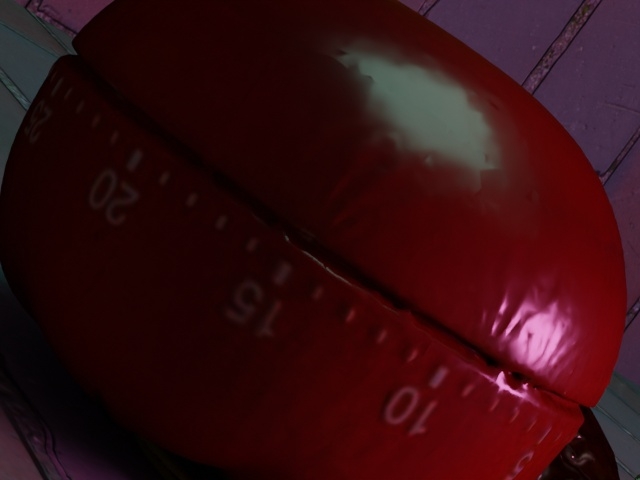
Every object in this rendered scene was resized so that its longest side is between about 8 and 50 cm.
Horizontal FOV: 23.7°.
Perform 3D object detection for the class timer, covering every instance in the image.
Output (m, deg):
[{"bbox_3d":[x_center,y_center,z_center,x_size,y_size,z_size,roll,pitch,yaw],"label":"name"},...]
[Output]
[{"bbox_3d":[0.000,0.000,0.916,0.378,0.279,0.378,33,4,-3],"label":"timer"}]

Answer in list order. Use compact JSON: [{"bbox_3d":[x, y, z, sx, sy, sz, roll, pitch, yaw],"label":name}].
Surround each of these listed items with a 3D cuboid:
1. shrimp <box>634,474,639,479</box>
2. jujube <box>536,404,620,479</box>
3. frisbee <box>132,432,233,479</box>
[{"bbox_3d":[0.469,0.361,1.781,0.185,0.068,0.287,42,8,36],"label":"shrimp"},{"bbox_3d":[0.139,0.143,1.301,0.255,0.190,0.190,53,8,4],"label":"jujube"},{"bbox_3d":[-0.024,0.159,0.934,0.236,0.017,0.236,35,7,-5],"label":"frisbee"}]
